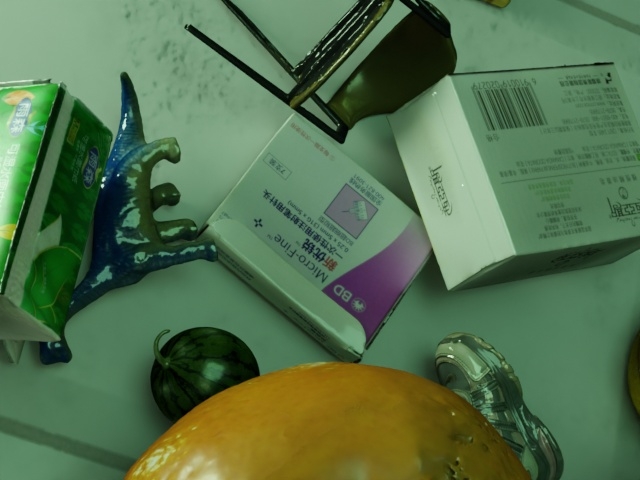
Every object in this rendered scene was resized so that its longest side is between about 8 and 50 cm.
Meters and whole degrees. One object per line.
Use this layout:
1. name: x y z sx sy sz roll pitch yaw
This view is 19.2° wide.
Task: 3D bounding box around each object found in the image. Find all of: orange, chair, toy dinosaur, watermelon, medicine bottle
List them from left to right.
1. toy dinosaur: -0.205 -0.023 1.749 0.188 0.075 0.247 -15 85 -26
2. watermelon: -0.108 0.126 1.717 0.109 0.109 0.109 9 68 -22
3. medicine bottle: 0.000 0.000 1.847 0.201 0.052 0.171 41 59 -5
4. chair: 0.021 -0.205 1.860 0.247 0.159 0.172 42 21 -9
5. orange: 0.018 0.307 1.578 0.424 0.326 0.424 9 69 -24

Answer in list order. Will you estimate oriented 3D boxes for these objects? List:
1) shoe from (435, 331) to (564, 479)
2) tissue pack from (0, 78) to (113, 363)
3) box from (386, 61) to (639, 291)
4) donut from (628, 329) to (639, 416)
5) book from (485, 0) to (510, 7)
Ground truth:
1. shoe: 0.152 0.180 1.833 0.092 0.089 0.180 -35 96 -29
2. tissue pack: -0.275 -0.013 1.675 0.156 0.148 0.209 48 47 -50
3. box: 0.216 -0.068 1.909 0.260 0.111 0.194 -6 72 -43
4. donut: 0.391 0.140 1.972 0.162 0.065 0.178 40 60 -1
5. book: 0.051 -0.427 2.042 0.389 0.032 0.269 19 66 -18
